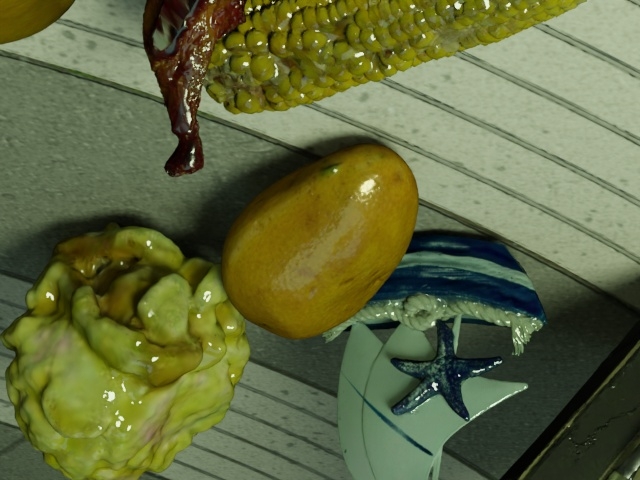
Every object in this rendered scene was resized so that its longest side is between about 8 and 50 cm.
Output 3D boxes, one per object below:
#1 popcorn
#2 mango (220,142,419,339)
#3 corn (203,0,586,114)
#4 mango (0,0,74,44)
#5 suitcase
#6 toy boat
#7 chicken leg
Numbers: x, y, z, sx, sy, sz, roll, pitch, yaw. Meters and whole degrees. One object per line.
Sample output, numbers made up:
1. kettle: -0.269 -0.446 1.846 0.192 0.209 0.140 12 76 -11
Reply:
1. popcorn: -0.179 0.095 1.536 0.212 0.259 0.259 36 163 26
2. mango: 0.000 0.000 1.402 0.147 0.109 0.227 10 140 -22
3. corn: 0.040 -0.156 1.137 0.319 0.097 0.097 -13 145 32
4. mango: -0.238 -0.213 1.032 0.211 0.173 0.317 1 164 2
5. suitcase: 0.259 0.229 1.443 0.194 0.434 0.283 37 155 15
6. toy boat: 0.103 0.121 1.443 0.210 0.292 0.070 -25 146 19
7. chicken leg: -0.078 -0.150 1.125 0.089 0.219 0.048 37 -156 24
